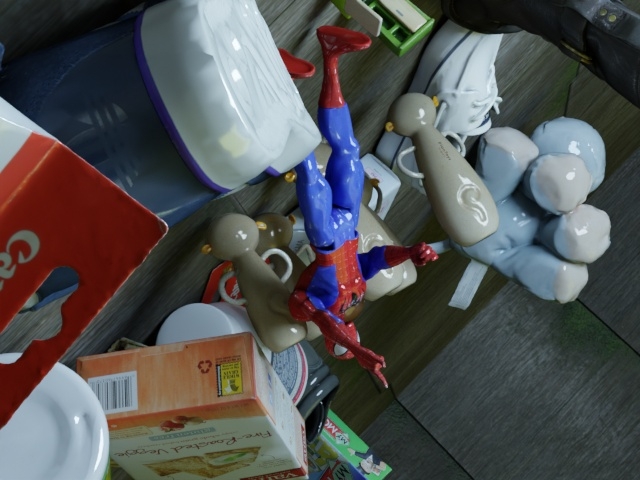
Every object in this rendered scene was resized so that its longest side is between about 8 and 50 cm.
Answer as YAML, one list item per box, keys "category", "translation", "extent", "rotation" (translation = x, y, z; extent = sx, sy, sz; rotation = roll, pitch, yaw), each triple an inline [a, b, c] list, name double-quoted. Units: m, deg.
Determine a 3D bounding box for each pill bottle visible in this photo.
- category: "pill bottle"
  translation: [-0.231, 0.191, 1.020]
  extent: [0.136, 0.136, 0.246]
  rotation: [-41, 166, -23]
- category: "pill bottle"
  translation: [-0.089, 0.119, 1.296]
  extent: [0.108, 0.108, 0.180]
  rotation: [-47, 157, 1]

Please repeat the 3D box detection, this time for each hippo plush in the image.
- category: "hippo plush"
  translation: [0.312, -0.040, 1.819]
  extent: [0.236, 0.234, 0.294]
  rotation: [-31, 159, -48]

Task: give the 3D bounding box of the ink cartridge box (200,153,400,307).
- category: "ink cartridge box"
  translation: [-0.029, 0.032, 1.367]
  extent: [0.232, 0.066, 0.189]
  rotation: [-42, 167, -33]

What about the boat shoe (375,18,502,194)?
- category: "boat shoe"
  translation: [0.139, -0.143, 1.298]
  extent: [0.095, 0.084, 0.258]
  rotation: [-37, 164, -34]

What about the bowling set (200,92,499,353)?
- category: "bowling set"
  translation: [0.000, 0.000, 1.218]
  extent: [0.287, 0.154, 0.200]
  rotation: [-27, 173, -28]

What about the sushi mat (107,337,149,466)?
- category: "sushi mat"
  translation: [-0.200, 0.169, 1.312]
  extent: [0.151, 0.019, 0.316]
  rotation: [-45, 166, -1]

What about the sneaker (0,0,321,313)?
- category: "sneaker"
  translation: [-0.134, -0.048, 0.723]
  extent: [0.236, 0.130, 0.323]
  rotation: [-25, -171, 8]

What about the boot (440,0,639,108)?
- category: "boot"
  translation: [0.201, -0.168, 1.057]
  extent: [0.091, 0.229, 0.263]
  rotation: [-52, 160, 7]

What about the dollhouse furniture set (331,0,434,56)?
- category: "dollhouse furniture set"
  translation: [0.054, -0.194, 0.937]
  extent: [0.076, 0.058, 0.152]
  rotation: [-42, 167, -18]

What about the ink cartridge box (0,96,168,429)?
- category: "ink cartridge box"
  translation: [-0.177, -0.001, 0.541]
  extent: [0.145, 0.179, 0.045]
  rotation: [-49, -166, 11]

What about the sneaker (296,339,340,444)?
- category: "sneaker"
  translation: [-0.089, 0.215, 1.517]
  extent: [0.296, 0.147, 0.104]
  rotation: [-53, 167, 31]

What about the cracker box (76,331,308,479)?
- category: "cracker box"
  translation: [-0.109, 0.164, 1.180]
  extent: [0.155, 0.067, 0.232]
  rotation: [-10, 153, 7]

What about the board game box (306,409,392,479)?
- category: "board game box"
  translation: [-0.042, 0.339, 1.885]
  extent: [0.046, 0.213, 0.317]
  rotation: [-35, 162, -40]

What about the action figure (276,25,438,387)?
- category: "action figure"
  translation: [0.032, -0.007, 1.000]
  extent: [0.091, 0.139, 0.280]
  rotation: [-30, 133, -33]
